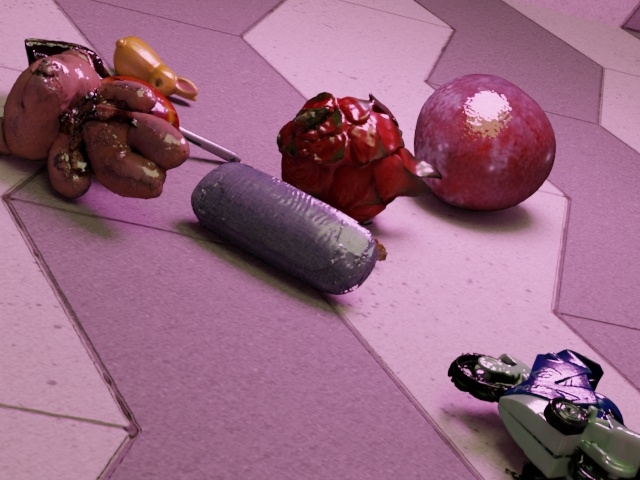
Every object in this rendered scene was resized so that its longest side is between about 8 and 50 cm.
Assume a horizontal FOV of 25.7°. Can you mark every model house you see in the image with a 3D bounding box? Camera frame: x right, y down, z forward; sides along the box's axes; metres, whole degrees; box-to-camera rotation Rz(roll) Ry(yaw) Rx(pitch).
[{"bbox_3d":[-0.367,-0.230,2.151,0.165,0.106,0.152,2,26,-24],"label":"model house"}]

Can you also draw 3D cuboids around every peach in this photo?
[{"bbox_3d":[-0.279,-0.176,2.059,0.172,0.127,0.092,33,26,24],"label":"peach"}]

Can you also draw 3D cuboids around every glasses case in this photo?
[{"bbox_3d":[-0.051,-0.019,1.914,0.282,0.067,0.109,28,66,21],"label":"glasses case"}]

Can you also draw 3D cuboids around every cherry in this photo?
[{"bbox_3d":[0.272,-0.165,2.336,0.236,0.212,0.285,19,31,25],"label":"cherry"}]

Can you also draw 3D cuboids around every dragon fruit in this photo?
[{"bbox_3d":[0.048,-0.116,2.101,0.274,0.193,0.192,31,15,-39],"label":"dragon fruit"}]

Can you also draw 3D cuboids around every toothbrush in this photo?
[{"bbox_3d":[-0.249,-0.191,2.145,0.304,0.030,0.030,27,19,-23],"label":"toothbrush"}]

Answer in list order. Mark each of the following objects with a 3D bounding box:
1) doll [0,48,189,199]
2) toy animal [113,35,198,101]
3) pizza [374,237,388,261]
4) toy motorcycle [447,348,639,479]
[{"bbox_3d":[-0.320,-0.166,1.917,0.303,0.201,0.156,25,-21,33],"label":"doll"},{"bbox_3d":[-0.279,-0.281,2.382,0.159,0.070,0.083,37,-14,11],"label":"toy animal"},{"bbox_3d":[0.000,0.000,1.986,0.178,0.041,0.131,24,26,14],"label":"pizza"},{"bbox_3d":[0.300,0.216,1.628,0.196,0.125,0.331,-1,25,-35],"label":"toy motorcycle"}]
